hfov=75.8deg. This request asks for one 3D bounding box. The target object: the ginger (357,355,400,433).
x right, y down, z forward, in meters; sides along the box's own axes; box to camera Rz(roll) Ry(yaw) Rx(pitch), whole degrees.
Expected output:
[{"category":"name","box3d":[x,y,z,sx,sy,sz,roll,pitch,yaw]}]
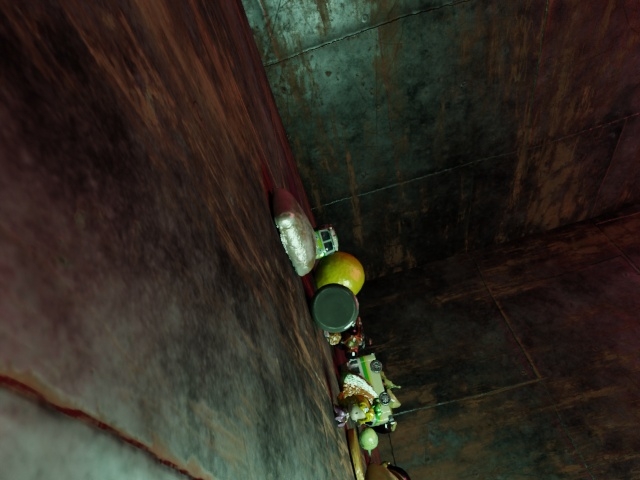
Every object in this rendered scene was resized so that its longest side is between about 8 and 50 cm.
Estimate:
[{"category":"ginger","box3d":[0.319,0.784,2.136,0.413,0.211,0.359,-163,-112,-68]}]

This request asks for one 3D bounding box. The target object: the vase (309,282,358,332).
[{"category":"vase","box3d":[0.048,0.257,1.586,0.321,0.173,0.174,91,-16,-81]}]

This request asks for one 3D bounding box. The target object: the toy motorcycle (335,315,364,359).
[{"category":"toy motorcycle","box3d":[0.140,0.469,1.960,0.401,0.134,0.207,96,-9,-70]}]

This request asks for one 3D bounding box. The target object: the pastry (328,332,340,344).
[{"category":"pastry","box3d":[0.056,0.394,1.851,0.170,0.063,0.087,-101,172,-50]}]

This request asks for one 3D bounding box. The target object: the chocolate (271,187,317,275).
[{"category":"chocolate","box3d":[-0.078,-0.030,1.333,0.185,0.100,0.303,-98,169,-47]}]

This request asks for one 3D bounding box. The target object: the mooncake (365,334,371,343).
[{"category":"mooncake","box3d":[0.142,0.446,2.247,0.346,0.057,0.150,39,29,-25]}]

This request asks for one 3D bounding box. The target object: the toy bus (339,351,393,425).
[{"category":"toy bus","box3d":[0.202,0.688,1.874,0.143,0.178,0.306,115,-36,-59]}]

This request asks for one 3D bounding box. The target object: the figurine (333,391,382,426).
[{"category":"figurine","box3d":[0.123,0.545,1.367,0.115,0.156,0.095,-98,172,-55]}]

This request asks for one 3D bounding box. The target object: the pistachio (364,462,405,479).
[{"category":"pistachio","box3d":[0.242,0.932,1.431,0.193,0.214,0.318,28,12,-18]}]

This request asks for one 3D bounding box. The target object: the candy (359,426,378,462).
[{"category":"candy","box3d":[0.237,1.028,1.982,0.092,0.093,0.336,-38,132,-40]}]

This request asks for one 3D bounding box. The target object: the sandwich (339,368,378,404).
[{"category":"sandwich","box3d":[0.140,0.642,1.726,0.184,0.160,0.109,36,-19,-13]}]

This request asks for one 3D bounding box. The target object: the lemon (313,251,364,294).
[{"category":"lemon","box3d":[0.076,0.160,1.954,0.219,0.240,0.240,45,15,-23]}]

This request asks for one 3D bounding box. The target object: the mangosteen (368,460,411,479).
[{"category":"mangosteen","box3d":[0.308,1.105,1.873,0.230,0.194,0.194,40,-23,44]}]

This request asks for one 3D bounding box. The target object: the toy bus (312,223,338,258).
[{"category":"toy bus","box3d":[0.000,0.000,1.922,0.276,0.164,0.134,-87,160,-83]}]

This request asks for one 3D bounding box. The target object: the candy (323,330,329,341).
[{"category":"candy","box3d":[0.022,0.377,1.701,0.030,0.020,0.083,68,5,-67]}]

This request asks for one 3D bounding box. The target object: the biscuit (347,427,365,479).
[{"category":"biscuit","box3d":[0.126,0.771,1.475,0.221,0.028,0.142,-100,175,-56]}]
